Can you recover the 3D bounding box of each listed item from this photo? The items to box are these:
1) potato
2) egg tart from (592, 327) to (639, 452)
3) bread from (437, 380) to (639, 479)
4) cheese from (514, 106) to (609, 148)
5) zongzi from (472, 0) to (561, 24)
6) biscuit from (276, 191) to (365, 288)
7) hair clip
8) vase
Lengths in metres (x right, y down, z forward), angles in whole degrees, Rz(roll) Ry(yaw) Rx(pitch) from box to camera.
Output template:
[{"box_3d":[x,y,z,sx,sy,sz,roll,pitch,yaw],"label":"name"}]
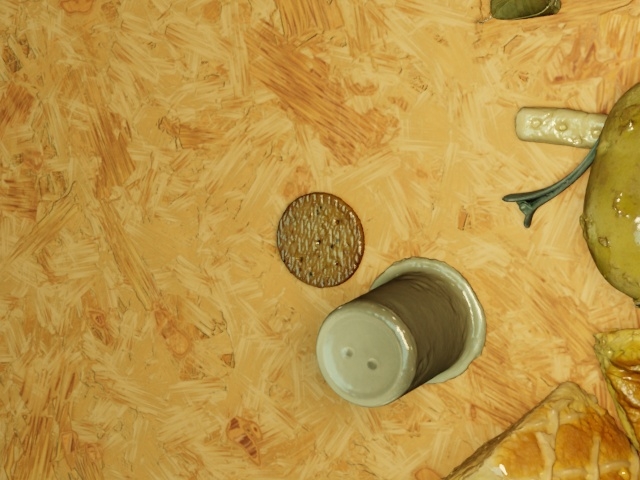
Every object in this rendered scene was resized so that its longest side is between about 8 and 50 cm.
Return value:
[{"box_3d":[0.524,-0.074,1.547,0.269,0.219,0.359,-7,85,-16],"label":"potato"},{"box_3d":[0.599,0.257,1.569,0.340,0.153,0.351,64,155,6],"label":"egg tart"},{"box_3d":[0.382,0.478,1.631,0.371,0.390,0.279,53,127,10],"label":"bread"},{"box_3d":[0.420,-0.189,1.696,0.193,0.043,0.065,9,96,27],"label":"cheese"},{"box_3d":[0.309,-0.401,1.670,0.154,0.130,0.062,-3,87,28],"label":"zongzi"},{"box_3d":[0.000,0.000,1.949,0.187,0.027,0.188,5,101,25],"label":"biscuit"},{"box_3d":[0.409,-0.109,1.695,0.070,0.039,0.229,51,125,4],"label":"hair clip"},{"box_3d":[0.128,0.162,1.762,0.245,0.291,0.245,3,97,27],"label":"vase"}]
